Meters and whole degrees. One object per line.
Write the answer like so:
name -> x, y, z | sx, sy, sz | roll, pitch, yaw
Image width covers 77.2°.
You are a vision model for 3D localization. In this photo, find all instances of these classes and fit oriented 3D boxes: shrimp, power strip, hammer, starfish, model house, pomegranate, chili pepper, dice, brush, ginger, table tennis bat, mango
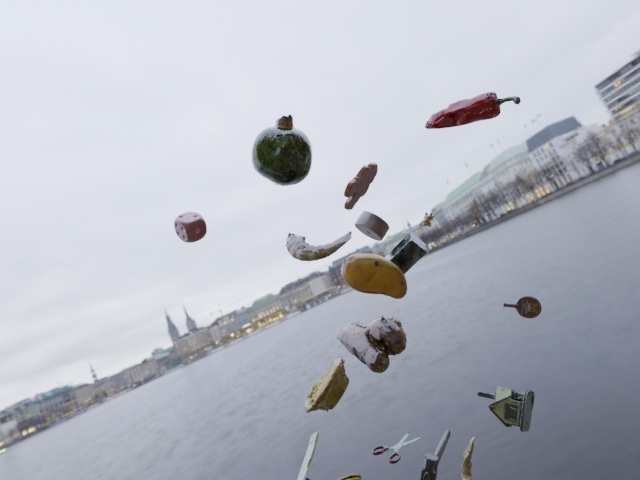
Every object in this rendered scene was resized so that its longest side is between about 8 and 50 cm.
shrimp -> -0.017, 0.019, 1.632 | 0.287, 0.068, 0.185 | -11, 31, 13
power strip -> 0.236, -0.067, 1.860 | 0.078, 0.154, 0.154 | -58, -4, -9
hammer -> 0.398, 0.717, 1.356 | 0.044, 0.111, 0.365 | 8, 0, 26
starfish -> 0.484, 0.781, 1.295 | 0.062, 0.277, 0.236 | -6, -19, 20
model house -> 0.930, 0.839, 2.069 | 0.279, 0.204, 0.218 | 4, -18, 37
pomegranate -> -0.142, -0.344, 1.540 | 0.255, 0.270, 0.254 | 5, 15, -1
chili pepper -> 0.610, -0.527, 1.645 | 0.388, 0.110, 0.110 | -9, 2, 34
dice -> -0.503, -0.052, 1.554 | 0.094, 0.091, 0.093 | -31, -46, -43
brush -> -0.029, 0.515, 0.894 | 0.033, 0.030, 0.178 | -56, 4, 37
ginger -> 0.231, 0.433, 1.775 | 0.254, 0.176, 0.418 | -48, 11, -15
table tennis bat -> 0.991, 0.329, 1.992 | 0.170, 0.107, 0.119 | 4, -10, 16
mango -> 0.202, 0.131, 1.490 | 0.109, 0.262, 0.157 | -97, 30, -73

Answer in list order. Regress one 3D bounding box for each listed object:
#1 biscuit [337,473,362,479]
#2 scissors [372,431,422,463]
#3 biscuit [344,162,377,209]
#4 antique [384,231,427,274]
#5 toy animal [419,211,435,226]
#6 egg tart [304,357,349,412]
biscuit -> 0.087, 0.737, 1.221 | 0.084, 0.023, 0.083 | -9, -47, -10
scissors -> 0.371, 0.966, 1.889 | 0.248, 0.017, 0.144 | -9, 3, -38
biscuit -> 0.229, -0.327, 2.311 | 0.333, 0.047, 0.202 | -49, -27, -27
antique -> 0.332, 0.067, 1.614 | 0.183, 0.086, 0.088 | -49, 7, 25
toy animal -> 0.555, -0.101, 2.083 | 0.061, 0.083, 0.081 | 14, -13, 30
egg tart -> 0.033, 0.548, 1.486 | 0.241, 0.106, 0.241 | -53, -7, -9
